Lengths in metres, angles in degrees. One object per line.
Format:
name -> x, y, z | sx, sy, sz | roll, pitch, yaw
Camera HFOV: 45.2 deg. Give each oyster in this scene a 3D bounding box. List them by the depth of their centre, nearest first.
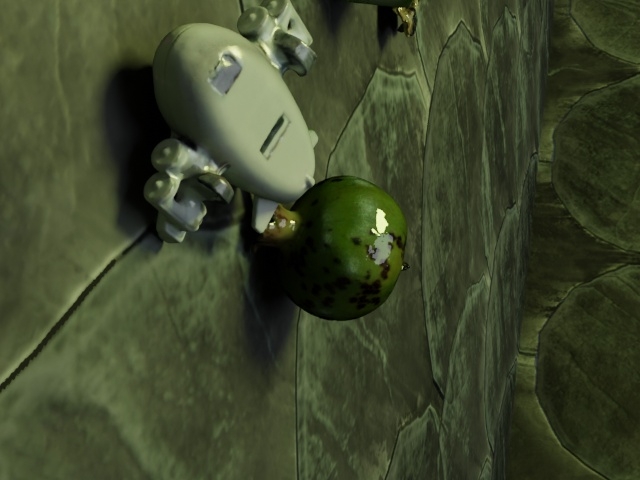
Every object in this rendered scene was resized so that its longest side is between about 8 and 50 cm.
oyster -> 0.100, -0.313, 0.885 | 0.103, 0.051, 0.148 | -52, 130, -66

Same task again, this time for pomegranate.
pomegranate -> 0.000, 0.000, 0.620 | 0.161, 0.122, 0.122 | 23, 67, -27

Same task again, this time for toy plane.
toy plane -> -0.053, -0.073, 0.494 | 0.174, 0.080, 0.174 | -39, 141, -41

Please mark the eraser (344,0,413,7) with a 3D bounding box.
eraser -> 0.064, -0.378, 0.735 | 0.210, 0.092, 0.274 | 68, 31, -47
